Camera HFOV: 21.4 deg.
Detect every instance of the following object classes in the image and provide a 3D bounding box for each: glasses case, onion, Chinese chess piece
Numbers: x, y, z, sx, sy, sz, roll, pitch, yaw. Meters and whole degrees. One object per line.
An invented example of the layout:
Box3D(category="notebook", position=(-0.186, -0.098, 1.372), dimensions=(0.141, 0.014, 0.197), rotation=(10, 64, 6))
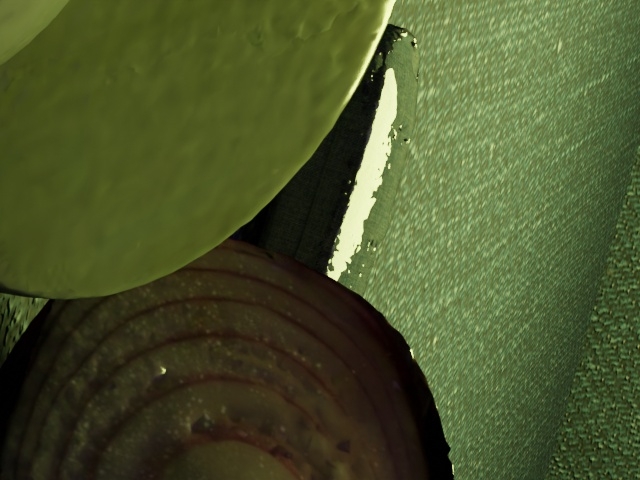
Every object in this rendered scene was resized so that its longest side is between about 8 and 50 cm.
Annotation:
Box3D(category="glasses case", position=(0.000, 0.000, 1.048), dimensions=(0.109, 0.067, 0.282), rotation=(29, 80, -75))
Box3D(category="onion", position=(-0.075, 0.145, 0.735), dimensions=(0.256, 0.272, 0.230), rotation=(-47, 177, -41))
Box3D(category="Chinese chess piece", position=(-0.074, -0.103, 0.564), dimensions=(0.250, 0.101, 0.250), rotation=(-36, 143, -34))

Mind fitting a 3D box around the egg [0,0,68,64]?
Box3D(category="egg", position=(-0.122, -0.096, 0.330), dimensions=(0.271, 0.206, 0.162), rotation=(-54, 134, -67))
